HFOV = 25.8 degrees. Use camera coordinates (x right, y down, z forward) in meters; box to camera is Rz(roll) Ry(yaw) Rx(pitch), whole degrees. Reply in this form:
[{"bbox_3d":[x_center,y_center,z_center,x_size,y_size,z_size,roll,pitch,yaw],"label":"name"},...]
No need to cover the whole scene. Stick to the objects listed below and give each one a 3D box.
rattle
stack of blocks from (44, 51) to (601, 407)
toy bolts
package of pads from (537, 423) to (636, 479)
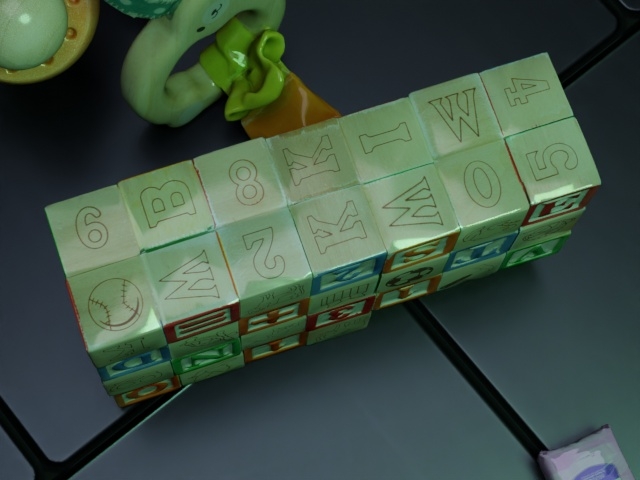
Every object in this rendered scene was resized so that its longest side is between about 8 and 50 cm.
[{"bbox_3d":[-0.054,-0.103,0.852,0.130,0.199,0.142,-23,75,-8],"label":"rattle"},{"bbox_3d":[0.000,0.000,0.838,0.297,0.171,0.087,-18,75,-7],"label":"stack of blocks"},{"bbox_3d":[-0.137,-0.215,0.859,0.218,0.158,0.228,-8,111,-11],"label":"toy bolts"},{"bbox_3d":[0.172,0.161,0.865,0.050,0.032,0.083,-22,75,-5],"label":"package of pads"}]
